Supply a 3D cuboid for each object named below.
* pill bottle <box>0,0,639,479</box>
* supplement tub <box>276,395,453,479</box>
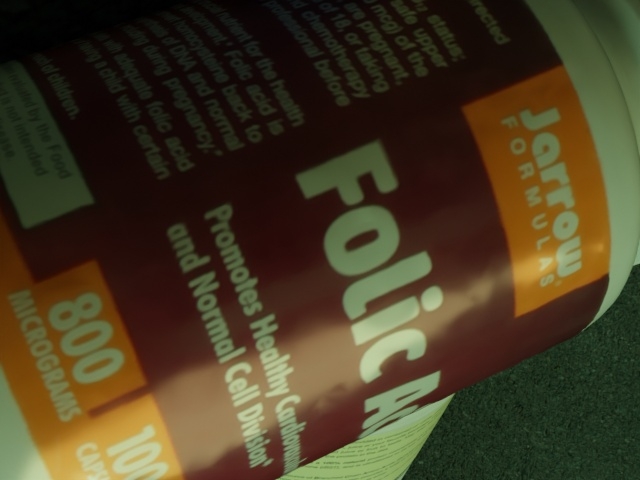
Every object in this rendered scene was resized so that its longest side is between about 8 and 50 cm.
[{"bbox_3d":[0.007,-0.021,0.492,0.392,0.224,0.224,-23,162,-15],"label":"pill bottle"},{"bbox_3d":[-0.012,0.078,0.771,0.235,0.235,0.325,-26,153,-30],"label":"supplement tub"}]
